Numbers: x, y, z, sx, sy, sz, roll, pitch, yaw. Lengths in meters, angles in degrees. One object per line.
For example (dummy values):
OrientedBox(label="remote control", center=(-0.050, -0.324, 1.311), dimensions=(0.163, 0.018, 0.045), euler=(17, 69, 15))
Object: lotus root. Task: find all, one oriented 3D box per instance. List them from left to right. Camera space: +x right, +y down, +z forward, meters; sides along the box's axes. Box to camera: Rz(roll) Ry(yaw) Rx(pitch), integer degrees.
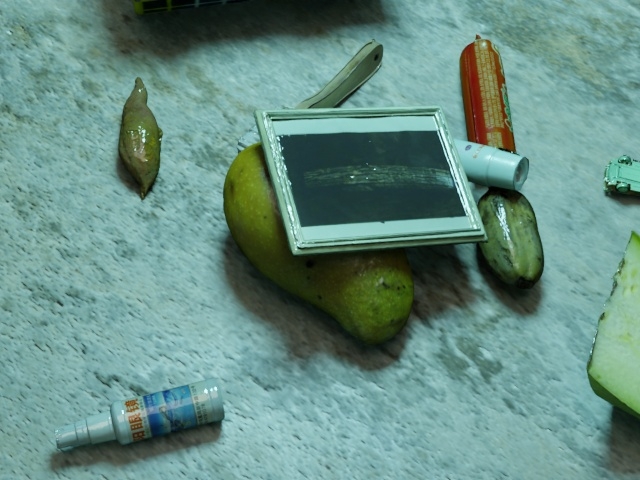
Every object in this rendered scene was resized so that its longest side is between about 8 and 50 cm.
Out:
OrientedBox(label="lotus root", center=(0.267, -0.006, 1.677), dimensions=(0.089, 0.080, 0.179), euler=(2, 57, -17))

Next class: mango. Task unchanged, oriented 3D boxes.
OrientedBox(label="mango", center=(0.003, -0.007, 1.623), dimensions=(0.329, 0.175, 0.177), euler=(36, 101, 17))

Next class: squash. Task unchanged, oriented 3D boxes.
OrientedBox(label="squash", center=(0.462, 0.143, 1.552), dimensions=(0.155, 0.204, 0.237), euler=(10, 54, 31))

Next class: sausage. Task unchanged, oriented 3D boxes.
OrientedBox(label="sausage", center=(0.253, -0.218, 1.814), dimensions=(0.083, 0.083, 0.264), euler=(0, 57, -3))

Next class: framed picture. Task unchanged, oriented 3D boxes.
OrientedBox(label="framed picture", center=(0.071, -0.090, 1.596), dimensions=(0.293, 0.018, 0.231), euler=(-4, 62, -24))

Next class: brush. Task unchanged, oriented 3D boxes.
OrientedBox(label="brush", center=(-0.018, -0.210, 1.809), dimensions=(0.065, 0.070, 0.327), euler=(29, 59, 27))

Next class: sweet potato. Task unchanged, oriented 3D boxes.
OrientedBox(label="sweet potato", center=(-0.272, -0.172, 1.770), dimensions=(0.068, 0.068, 0.226), euler=(-5, 57, -6))

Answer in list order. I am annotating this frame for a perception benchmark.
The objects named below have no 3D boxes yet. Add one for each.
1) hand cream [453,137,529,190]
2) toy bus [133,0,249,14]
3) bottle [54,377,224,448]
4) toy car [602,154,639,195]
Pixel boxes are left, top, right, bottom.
OrientedBox(label="hand cream", center=(0.147, -0.129, 1.738), dimensions=(0.331, 0.058, 0.085), euler=(15, 60, 32))
OrientedBox(label="toy bus", center=(-0.098, -0.497, 1.873), dimensions=(0.439, 0.249, 0.209), euler=(-9, 87, -8))
OrientedBox(label="bottle", center=(-0.234, 0.230, 1.521), dimensions=(0.217, 0.060, 0.060), euler=(-13, 59, -9))
OrientedBox(label="toy car", center=(0.488, -0.088, 1.767), dimensions=(0.121, 0.035, 0.059), euler=(14, 58, -3))
